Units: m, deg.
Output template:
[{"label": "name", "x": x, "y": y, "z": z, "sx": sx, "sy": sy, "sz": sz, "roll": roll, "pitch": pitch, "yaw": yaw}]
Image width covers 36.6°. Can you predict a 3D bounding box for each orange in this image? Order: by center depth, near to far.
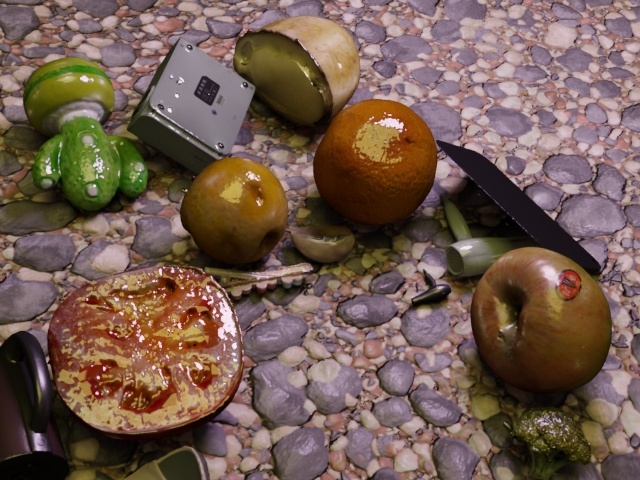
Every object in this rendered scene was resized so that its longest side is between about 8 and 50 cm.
[{"label": "orange", "x": 0.105, "y": -0.154, "z": 1.908, "sx": 0.264, "sy": 0.264, "sz": 0.264, "roll": 2, "pitch": 50, "yaw": -3}]

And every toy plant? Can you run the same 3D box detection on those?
[{"label": "toy plant", "x": -0.486, "y": -0.203, "z": 1.957, "sx": 0.224, "sy": 0.184, "sz": 0.316, "roll": -11, "pitch": 61, "yaw": -26}]

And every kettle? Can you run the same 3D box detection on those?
[{"label": "kettle", "x": -0.493, "y": 0.273, "z": 1.545, "sx": 0.144, "sy": 0.202, "sz": 0.232, "roll": 7, "pitch": 41, "yaw": -39}]

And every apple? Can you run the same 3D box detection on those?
[{"label": "apple", "x": 0.385, "y": 0.141, "z": 1.693, "sx": 0.194, "sy": 0.261, "sz": 0.261, "roll": 17, "pitch": 41, "yaw": -36}]

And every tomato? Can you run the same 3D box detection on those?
[{"label": "tomato", "x": -0.292, "y": 0.210, "z": 1.640, "sx": 0.338, "sy": 0.143, "sz": 0.338, "roll": 4, "pitch": 54, "yaw": -5}]

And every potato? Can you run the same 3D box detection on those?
[{"label": "potato", "x": -0.027, "y": -0.388, "z": 2.117, "sx": 0.285, "sy": 0.242, "sz": 0.242, "roll": 23, "pitch": 50, "yaw": 38}]

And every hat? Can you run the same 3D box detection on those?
[{"label": "hat", "x": -0.263, "y": 0.435, "z": 1.460, "sx": 0.232, "sy": 0.161, "sz": 0.275, "roll": -18, "pitch": 30, "yaw": -32}]

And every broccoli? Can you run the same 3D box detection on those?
[{"label": "broccoli", "x": 0.380, "y": 0.338, "z": 1.614, "sx": 0.131, "sy": 0.130, "sz": 0.120, "roll": 15, "pitch": 90, "yaw": -27}]

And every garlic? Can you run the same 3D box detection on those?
[{"label": "garlic", "x": 0.000, "y": 0.008, "z": 1.888, "sx": 0.152, "sy": 0.066, "sz": 0.084, "roll": -5, "pitch": 24, "yaw": -13}]

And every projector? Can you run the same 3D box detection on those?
[{"label": "projector", "x": -0.263, "y": -0.279, "z": 2.014, "sx": 0.198, "sy": 0.108, "sz": 0.250, "roll": 33, "pitch": 49, "yaw": -18}]

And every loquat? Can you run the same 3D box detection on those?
[{"label": "loquat", "x": -0.160, "y": -0.059, "z": 1.826, "sx": 0.213, "sy": 0.213, "sz": 0.213, "roll": 2, "pitch": 50, "yaw": -3}]

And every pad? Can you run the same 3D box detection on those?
[{"label": "pad", "x": 0.357, "y": -0.054, "z": 1.895, "sx": 0.375, "sy": 0.063, "sz": 0.315, "roll": 48, "pitch": 22, "yaw": 28}]

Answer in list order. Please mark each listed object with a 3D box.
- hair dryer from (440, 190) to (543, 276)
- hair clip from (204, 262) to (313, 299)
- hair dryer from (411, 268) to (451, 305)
[{"label": "hair dryer", "x": 0.317, "y": -0.028, "z": 1.951, "sx": 0.206, "sy": 0.075, "sz": 0.237, "roll": -10, "pitch": 44, "yaw": -22}, {"label": "hair clip", "x": -0.119, "y": 0.076, "z": 1.828, "sx": 0.214, "sy": 0.056, "sz": 0.062, "roll": -1, "pitch": 34, "yaw": -17}, {"label": "hair dryer", "x": 0.203, "y": 0.088, "z": 1.862, "sx": 0.079, "sy": 0.031, "sz": 0.083, "roll": -18, "pitch": 40, "yaw": -7}]
